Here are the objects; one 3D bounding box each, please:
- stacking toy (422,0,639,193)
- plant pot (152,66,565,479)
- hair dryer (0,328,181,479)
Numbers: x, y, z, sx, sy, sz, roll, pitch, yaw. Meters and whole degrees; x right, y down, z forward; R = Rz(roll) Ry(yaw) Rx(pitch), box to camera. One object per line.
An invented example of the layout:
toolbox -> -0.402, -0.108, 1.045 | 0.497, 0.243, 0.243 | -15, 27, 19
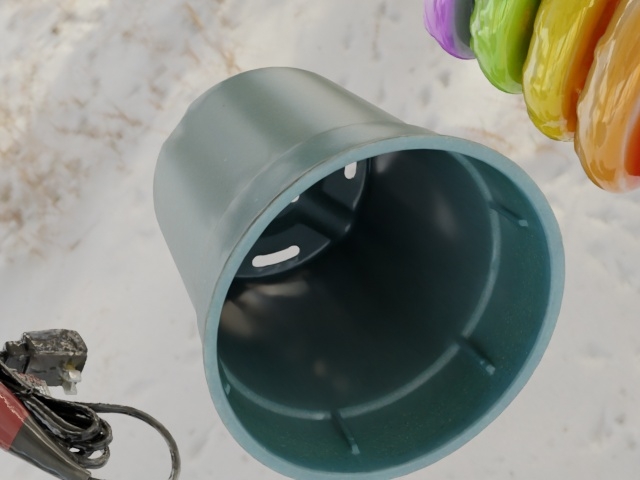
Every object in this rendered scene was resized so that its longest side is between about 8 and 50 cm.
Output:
stacking toy -> 0.112, -0.118, 0.575 | 0.302, 0.165, 0.175 | 33, 94, 23
plant pot -> 0.000, 0.000, 1.231 | 0.341, 0.341, 0.334 | -41, 35, -1
hair dryer -> -0.232, 0.057, 0.751 | 0.223, 0.293, 0.080 | 26, 98, 59
